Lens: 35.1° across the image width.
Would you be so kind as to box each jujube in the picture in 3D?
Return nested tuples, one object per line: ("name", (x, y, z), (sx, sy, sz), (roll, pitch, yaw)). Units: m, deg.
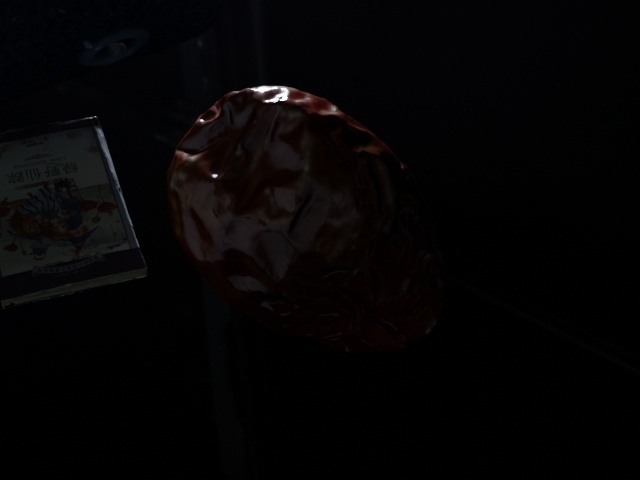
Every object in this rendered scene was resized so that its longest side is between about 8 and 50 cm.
("jujube", (0.000, 0.000, 0.984), (0.216, 0.216, 0.342), (25, -10, 40))

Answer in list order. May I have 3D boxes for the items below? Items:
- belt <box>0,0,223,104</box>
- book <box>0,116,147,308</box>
("belt", (-0.082, -0.155, 0.325), (0.122, 0.128, 0.218), (46, -31, 40))
("book", (-0.299, -0.040, 1.135), (0.026, 0.157, 0.231), (102, -30, -54))
